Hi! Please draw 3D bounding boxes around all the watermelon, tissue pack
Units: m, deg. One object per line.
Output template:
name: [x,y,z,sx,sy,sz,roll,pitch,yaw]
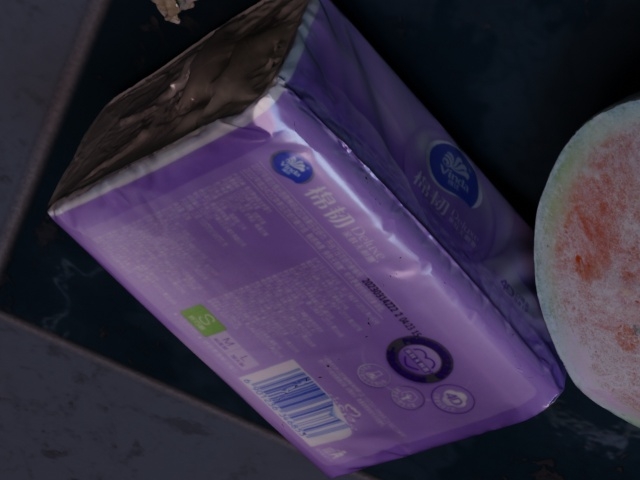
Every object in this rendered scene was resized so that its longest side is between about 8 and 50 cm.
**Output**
watermelon: [0.275,0.007,1.205,0.188,0.175,0.322,8,122,43]
tissue pack: [0.000,0.000,1.269,0.242,0.160,0.338,-23,122,36]

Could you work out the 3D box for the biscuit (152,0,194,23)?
biscuit: [-0.135,-0.255,1.134,0.108,0.062,0.239,-24,121,37]
